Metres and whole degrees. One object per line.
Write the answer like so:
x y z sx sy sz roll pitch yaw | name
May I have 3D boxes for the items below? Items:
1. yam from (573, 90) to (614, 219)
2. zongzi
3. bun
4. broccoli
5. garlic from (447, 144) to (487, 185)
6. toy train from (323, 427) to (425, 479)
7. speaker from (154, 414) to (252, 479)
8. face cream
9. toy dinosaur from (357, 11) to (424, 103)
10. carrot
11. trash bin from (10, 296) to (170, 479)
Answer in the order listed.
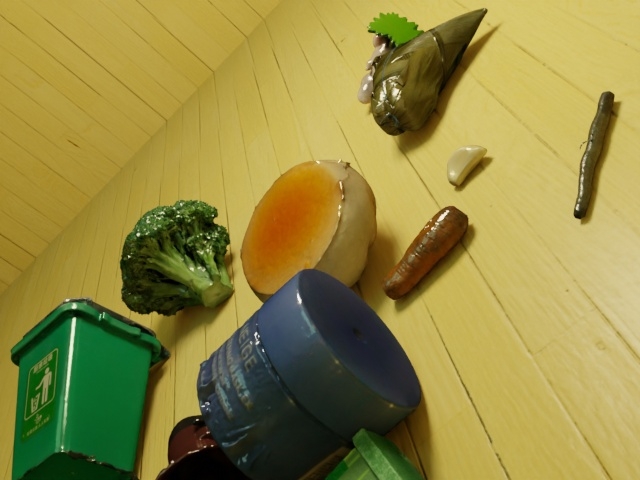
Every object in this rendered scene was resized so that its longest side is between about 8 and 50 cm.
0.393 -0.128 1.087 0.027 0.029 0.234 -4 52 41 | yam
0.228 -0.345 1.521 0.274 0.125 0.251 -27 33 27 | zongzi
0.000 0.000 1.375 0.299 0.164 0.299 -27 50 37 | bun
-0.330 0.052 1.741 0.275 0.308 0.308 36 86 39 | broccoli
0.249 -0.133 1.305 0.083 0.041 0.053 -55 39 8 | garlic
0.073 0.366 0.848 0.202 0.120 0.301 -47 26 -2 | toy train
-0.179 0.415 1.182 0.329 0.198 0.259 167 97 -76 | speaker
-0.020 0.201 1.053 0.225 0.249 0.249 -45 27 15 | face cream
0.170 -0.412 1.731 0.194 0.152 0.177 -57 -13 -32 | toy dinosaur
0.167 0.022 1.211 0.186 0.060 0.060 -50 27 5 | carrot
-0.493 0.351 1.591 0.259 0.295 0.381 -36 40 26 | trash bin
